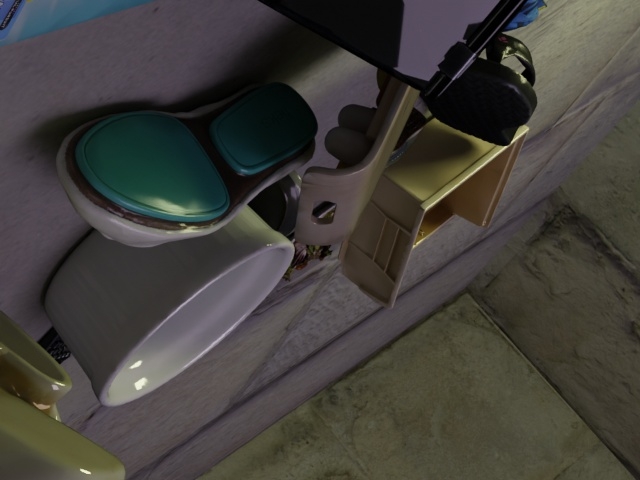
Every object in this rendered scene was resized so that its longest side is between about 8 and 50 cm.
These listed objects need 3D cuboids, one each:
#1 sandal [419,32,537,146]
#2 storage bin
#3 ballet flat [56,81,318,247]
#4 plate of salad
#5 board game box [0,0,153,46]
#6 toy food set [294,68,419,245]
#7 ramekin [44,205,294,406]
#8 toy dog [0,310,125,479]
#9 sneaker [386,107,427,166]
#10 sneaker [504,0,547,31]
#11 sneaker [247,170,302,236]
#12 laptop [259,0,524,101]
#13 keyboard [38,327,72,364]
[{"bbox_3d":[0.214,-0.220,1.894,0.446,0.168,0.107,36,78,-86],"label":"sandal"},{"bbox_3d":[0.169,-0.059,2.184,0.262,0.123,0.260,-38,156,-35],"label":"storage bin"},{"bbox_3d":[-0.137,-0.059,1.348,0.139,0.139,0.400,-48,170,30],"label":"ballet flat"},{"bbox_3d":[0.000,0.000,2.188,0.200,0.048,0.200,-40,169,-9],"label":"plate of salad"},{"bbox_3d":[-0.133,-0.231,0.808,0.336,0.079,0.254,-29,163,-47],"label":"board game box"},{"bbox_3d":[0.049,-0.157,1.461,0.220,0.092,0.306,102,13,-71],"label":"toy food set"},{"bbox_3d":[-0.175,0.048,1.570,0.277,0.135,0.277,-39,168,-10],"label":"ramekin"},{"bbox_3d":[-0.371,0.277,1.191,0.408,0.395,0.284,-51,176,6],"label":"toy dog"},{"bbox_3d":[0.075,-0.124,1.926,0.192,0.064,0.086,-31,160,-53],"label":"sneaker"},{"bbox_3d":[0.234,-0.303,1.777,0.082,0.069,0.209,-40,169,10],"label":"sneaker"},{"bbox_3d":[-0.097,-0.012,1.734,0.118,0.083,0.222,-33,167,-33],"label":"sneaker"},{"bbox_3d":[0.136,-0.335,1.131,0.382,0.236,0.408,-48,180,25],"label":"laptop"},{"bbox_3d":[-0.298,0.124,1.736,0.108,0.023,0.180,-45,167,16],"label":"keyboard"}]
